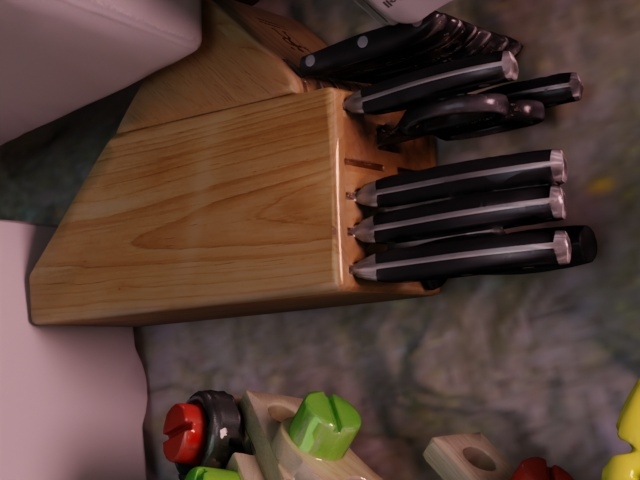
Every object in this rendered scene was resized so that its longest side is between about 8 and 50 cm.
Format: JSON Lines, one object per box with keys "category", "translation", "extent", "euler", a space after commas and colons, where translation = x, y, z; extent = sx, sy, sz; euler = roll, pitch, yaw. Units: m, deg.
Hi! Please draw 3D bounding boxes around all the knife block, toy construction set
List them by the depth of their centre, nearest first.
{"category": "toy construction set", "translation": [-0.020, 0.197, 0.646], "extent": [0.327, 0.151, 0.215], "euler": [-51, 35, 15]}
{"category": "knife block", "translation": [0.000, 0.000, 0.680], "extent": [0.242, 0.088, 0.275], "euler": [47, 113, 31]}

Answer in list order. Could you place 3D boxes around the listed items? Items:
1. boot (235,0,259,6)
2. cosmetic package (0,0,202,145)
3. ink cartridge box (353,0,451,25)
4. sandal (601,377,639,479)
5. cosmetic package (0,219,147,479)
{"category": "boot", "translation": [-0.080, -0.170, 0.784], "extent": [0.118, 0.042, 0.087], "euler": [0, 85, 37]}
{"category": "cosmetic package", "translation": [-0.282, -0.272, 0.712], "extent": [0.327, 0.329, 0.393], "euler": [-16, 67, 42]}
{"category": "ink cartridge box", "translation": [0.061, -0.218, 0.599], "extent": [0.153, 0.087, 0.208], "euler": [-27, 46, 33]}
{"category": "sandal", "translation": [0.191, 0.192, 0.515], "extent": [0.138, 0.126, 0.317], "euler": [-16, 81, 21]}
{"category": "cosmetic package", "translation": [-0.286, 0.119, 0.856], "extent": [0.366, 0.155, 0.197], "euler": [-18, 74, 37]}
